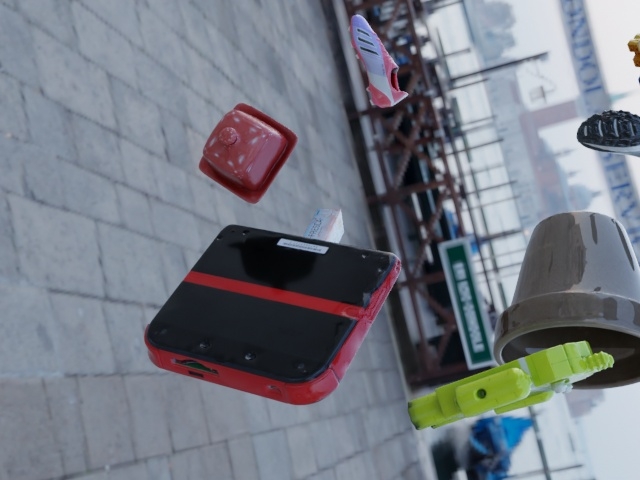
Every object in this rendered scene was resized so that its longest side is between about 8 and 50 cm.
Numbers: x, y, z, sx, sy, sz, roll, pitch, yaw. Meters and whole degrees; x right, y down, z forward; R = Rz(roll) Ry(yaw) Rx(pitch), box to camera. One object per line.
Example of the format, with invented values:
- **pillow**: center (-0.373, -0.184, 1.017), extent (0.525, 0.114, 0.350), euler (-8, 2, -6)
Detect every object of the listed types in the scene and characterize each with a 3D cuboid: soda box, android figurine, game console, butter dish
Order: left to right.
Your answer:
- **butter dish**: center (-0.151, -0.176, 1.839), extent (0.160, 0.160, 0.118), euler (33, -1, 23)
- **game console**: center (-0.090, 0.119, 1.757), extent (0.342, 0.387, 0.060), euler (-55, 144, -38)
- **soda box**: center (0.000, 0.000, 2.123), extent (0.183, 0.058, 0.062), euler (-62, 149, -56)
- **android figurine**: center (0.261, 0.199, 1.343), extent (0.248, 0.273, 0.056), euler (26, 45, -68)

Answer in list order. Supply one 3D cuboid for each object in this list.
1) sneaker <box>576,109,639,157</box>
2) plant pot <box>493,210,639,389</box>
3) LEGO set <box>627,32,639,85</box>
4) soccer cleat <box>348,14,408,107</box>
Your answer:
- **sneaker**: center (0.666, -0.202, 2.046), extent (0.108, 0.272, 0.100), euler (88, 5, -57)
- **plant pot**: center (0.406, 0.085, 1.563), extent (0.263, 0.263, 0.229), euler (58, 32, -55)
- **LEGO set**: center (0.593, -0.329, 1.715), extent (0.093, 0.087, 0.227), euler (-59, 139, -20)
- **soccer cleat**: center (0.144, -0.455, 2.485), extent (0.083, 0.095, 0.247), euler (-9, 82, -64)
